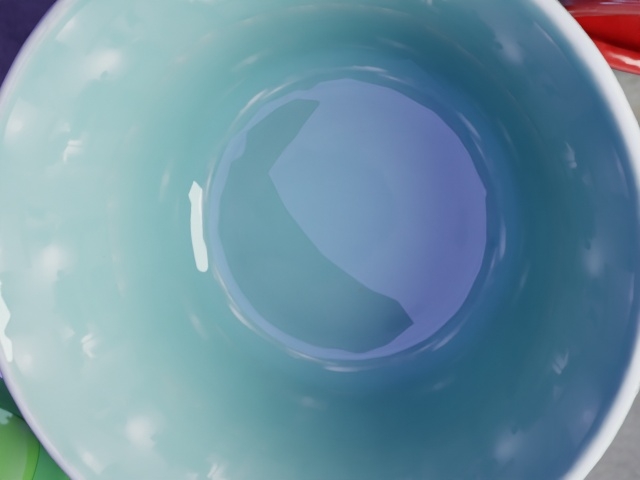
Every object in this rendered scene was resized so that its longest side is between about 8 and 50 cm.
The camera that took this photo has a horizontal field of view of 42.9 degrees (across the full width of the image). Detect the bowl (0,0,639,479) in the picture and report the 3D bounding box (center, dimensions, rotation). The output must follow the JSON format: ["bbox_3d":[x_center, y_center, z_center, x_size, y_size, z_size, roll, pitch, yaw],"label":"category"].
[{"bbox_3d":[0.000,0.000,0.429,0.312,0.163,0.311,2,100,12],"label":"bowl"}]

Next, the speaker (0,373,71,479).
[{"bbox_3d":[-0.207,0.164,0.525,0.131,0.131,0.296,24,104,8],"label":"speaker"}]

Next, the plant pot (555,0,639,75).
[{"bbox_3d":[0.197,-0.158,0.343,0.191,0.191,0.174,13,100,11],"label":"plant pot"}]
